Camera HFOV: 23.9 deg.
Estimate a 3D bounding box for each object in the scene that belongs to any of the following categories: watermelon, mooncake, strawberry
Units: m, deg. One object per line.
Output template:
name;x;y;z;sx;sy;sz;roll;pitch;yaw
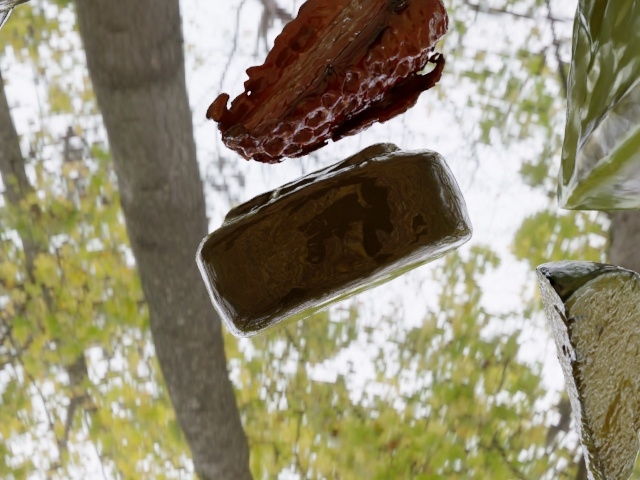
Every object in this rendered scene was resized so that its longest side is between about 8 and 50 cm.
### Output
watermelon;0.168;0.071;0.985;0.075;0.181;0.092;16;-130;38
mooncake;0.000;0.000;1.288;0.235;0.235;0.117;-20;-94;-14
strawberry;0.010;-0.113;1.046;0.188;0.082;0.121;-45;-148;-12

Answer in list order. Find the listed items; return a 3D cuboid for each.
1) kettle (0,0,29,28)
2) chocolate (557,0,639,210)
kettle;-0.209;-0.160;0.503;0.290;0.207;0.268;34;-83;-26
chocolate;0.222;-0.182;0.690;0.137;0.301;0.289;11;-110;-8
